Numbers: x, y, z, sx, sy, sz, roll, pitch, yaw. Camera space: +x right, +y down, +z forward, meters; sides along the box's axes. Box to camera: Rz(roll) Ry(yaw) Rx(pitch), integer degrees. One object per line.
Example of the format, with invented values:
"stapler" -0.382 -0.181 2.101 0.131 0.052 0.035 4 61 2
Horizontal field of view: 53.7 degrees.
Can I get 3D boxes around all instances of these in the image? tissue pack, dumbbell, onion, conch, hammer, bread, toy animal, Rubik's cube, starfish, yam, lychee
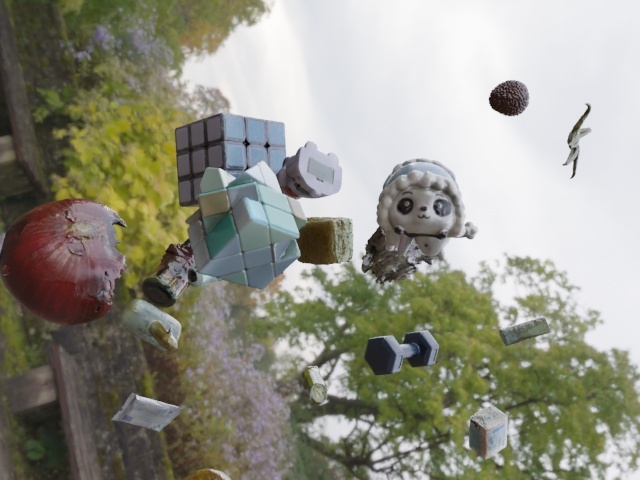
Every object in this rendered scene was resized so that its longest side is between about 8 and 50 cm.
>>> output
"tissue pack" -0.559 0.561 2.043 0.193 0.123 0.026 29 18 -37
"dumbbell" 0.321 0.437 2.476 0.144 0.324 0.160 -51 -123 30
"onion" -0.667 0.051 1.652 0.341 0.341 0.342 164 -90 -78
"conch" 0.244 0.061 2.058 0.313 0.240 0.186 6 -49 56
"hammer" -0.499 0.280 1.944 0.201 0.113 0.305 35 -10 -25
"bread" 0.000 0.000 1.857 0.196 0.102 0.138 5 -83 42
"toy animal" 0.235 -0.099 1.451 0.204 0.208 0.156 -67 163 -70
"Rubik's cube" -0.326 -0.282 2.314 0.303 0.305 0.301 -3 -90 43
"starfish" 0.697 -0.264 1.722 0.050 0.223 0.217 14 -57 36
"toy animal" 0.275 -0.010 1.643 0.282 0.140 0.139 -147 -121 -61
"yam" 0.723 0.322 2.234 0.068 0.169 0.068 -19 90 -81
"tissue pack" 0.370 0.421 1.393 0.058 0.074 0.095 35 -42 52
"Rubik's cube" -0.169 -0.041 1.308 0.265 0.224 0.213 21 37 -45
"lychee" 0.620 -0.467 2.085 0.123 0.128 0.123 -19 90 -84

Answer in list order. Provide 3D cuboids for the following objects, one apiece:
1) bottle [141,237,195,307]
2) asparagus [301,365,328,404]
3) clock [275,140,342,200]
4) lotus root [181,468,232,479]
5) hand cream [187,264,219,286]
"bottle" -0.508 0.097 2.216 0.271 0.143 0.156 -60 147 -42
"asparagus" -0.017 0.427 1.885 0.277 0.067 0.060 175 -94 -82
"clock" -0.071 -0.201 2.080 0.253 0.188 0.189 -16 -89 51
"lotus root" -0.285 0.677 1.592 0.180 0.188 0.199 -147 -127 -65
"hand cream" -0.301 0.085 2.040 0.067 0.320 0.109 34 -64 24
